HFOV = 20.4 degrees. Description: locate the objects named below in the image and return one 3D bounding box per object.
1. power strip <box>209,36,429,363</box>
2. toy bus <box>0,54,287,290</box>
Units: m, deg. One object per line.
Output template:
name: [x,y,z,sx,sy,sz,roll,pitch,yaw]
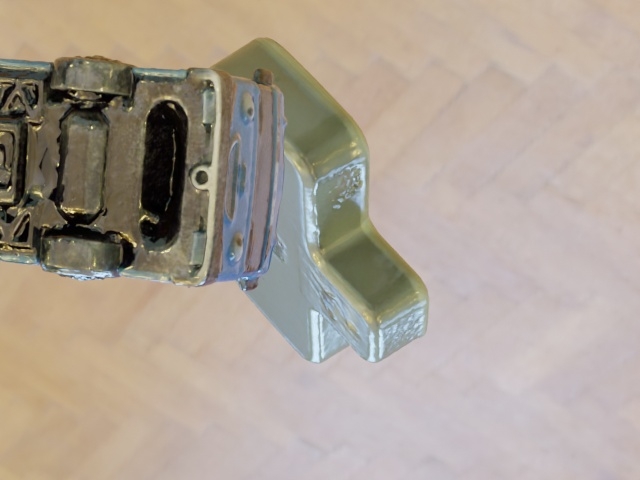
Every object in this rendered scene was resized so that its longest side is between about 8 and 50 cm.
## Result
power strip: [0.001,0.000,1.254,0.193,0.059,0.265,47,158,27]
toy bus: [-0.133,-0.041,0.932,0.234,0.133,0.116,6,92,24]
